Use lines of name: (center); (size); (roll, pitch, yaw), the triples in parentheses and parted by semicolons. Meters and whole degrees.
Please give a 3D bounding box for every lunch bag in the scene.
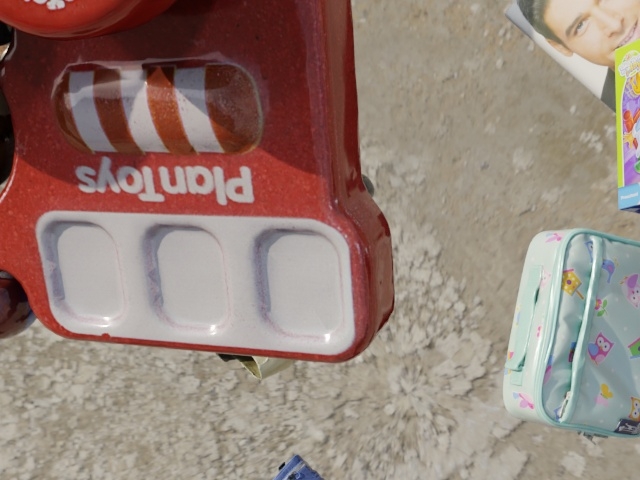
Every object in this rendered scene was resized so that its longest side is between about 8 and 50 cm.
lunch bag: (0.361, 0.129, 1.207); (0.224, 0.108, 0.279); (14, 82, -26)
lunch bag: (-0.035, 0.351, 1.293); (0.065, 0.098, 0.067); (39, 75, 21)

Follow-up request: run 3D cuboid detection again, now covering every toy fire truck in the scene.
toy fire truck: (-0.122, -0.067, 0.407); (0.302, 0.169, 0.254); (1, 108, 19)

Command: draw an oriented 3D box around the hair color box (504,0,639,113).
hair color box: (0.486, -0.301, 1.373); (0.374, 0.113, 0.185); (48, 121, 21)

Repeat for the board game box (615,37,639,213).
board game box: (0.519, -0.176, 1.100); (0.078, 0.347, 0.233); (8, 77, -27)

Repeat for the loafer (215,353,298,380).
loafer: (-0.158, 0.142, 1.495); (0.268, 0.102, 0.092); (26, 49, 25)

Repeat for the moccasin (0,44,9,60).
moccasin: (-0.286, -0.207, 1.139); (0.147, 0.380, 0.139); (24, 85, -1)

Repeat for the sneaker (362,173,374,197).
sneaker: (0.000, 0.000, 1.294); (0.106, 0.101, 0.267); (45, 55, 7)
